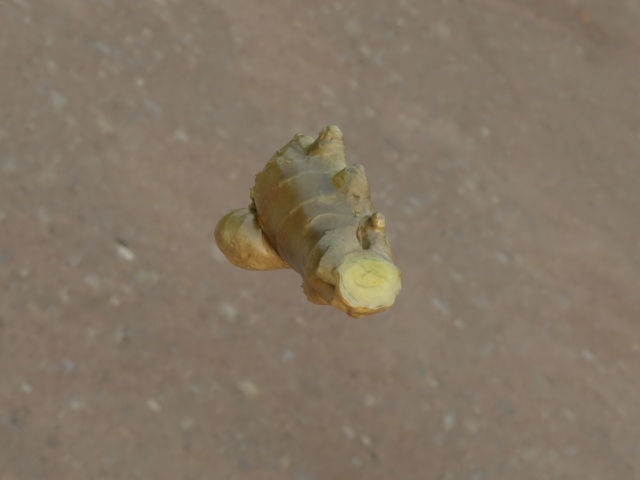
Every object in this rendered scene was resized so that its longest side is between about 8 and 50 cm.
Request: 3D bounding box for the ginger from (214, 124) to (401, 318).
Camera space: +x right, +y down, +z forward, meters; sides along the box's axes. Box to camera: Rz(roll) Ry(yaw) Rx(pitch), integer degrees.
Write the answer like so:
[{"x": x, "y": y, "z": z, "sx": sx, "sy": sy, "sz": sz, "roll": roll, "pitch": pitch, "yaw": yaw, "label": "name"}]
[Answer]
[{"x": 0.003, "y": -0.013, "z": 1.298, "sx": 0.205, "sy": 0.115, "sz": 0.081, "roll": 28, "pitch": -22, "yaw": 49, "label": "ginger"}]
